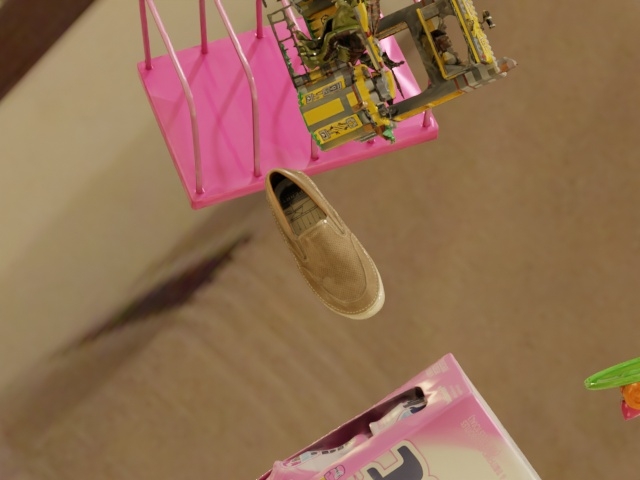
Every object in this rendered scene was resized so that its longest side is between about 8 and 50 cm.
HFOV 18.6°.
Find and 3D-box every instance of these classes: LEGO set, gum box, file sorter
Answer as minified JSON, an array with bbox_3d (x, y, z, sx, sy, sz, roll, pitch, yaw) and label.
[{"bbox_3d":[0.056,-0.244,1.827,0.331,0.192,0.255,70,14,13],"label":"LEGO set"},{"bbox_3d":[0.063,0.150,0.839,0.188,0.107,0.062,54,3,-13],"label":"gum box"},{"bbox_3d":[-0.037,-0.201,2.129,0.182,0.290,0.202,92,-22,-57],"label":"file sorter"}]

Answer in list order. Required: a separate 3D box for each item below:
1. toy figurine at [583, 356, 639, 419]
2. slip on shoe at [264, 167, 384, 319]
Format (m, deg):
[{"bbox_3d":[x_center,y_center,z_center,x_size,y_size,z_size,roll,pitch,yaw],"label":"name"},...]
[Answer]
[{"bbox_3d":[0.341,0.175,1.737,0.130,0.173,0.159,-21,93,-85],"label":"toy figurine"},{"bbox_3d":[0.000,0.000,1.454,0.135,0.051,0.041,61,6,23],"label":"slip on shoe"}]
